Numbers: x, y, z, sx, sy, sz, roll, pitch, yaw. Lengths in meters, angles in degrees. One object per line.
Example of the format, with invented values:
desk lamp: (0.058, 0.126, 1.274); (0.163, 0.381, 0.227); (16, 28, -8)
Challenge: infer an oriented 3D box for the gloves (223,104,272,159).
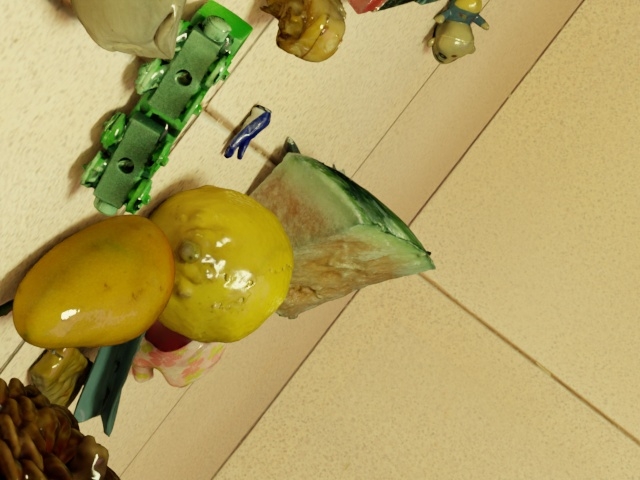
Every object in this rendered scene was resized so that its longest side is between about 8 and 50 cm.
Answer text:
gloves: (-0.096, -0.141, 1.854); (0.086, 0.026, 0.064); (-52, 172, -2)

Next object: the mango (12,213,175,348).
mango: (-0.250, 0.056, 1.567); (0.113, 0.138, 0.253); (-9, -165, 32)

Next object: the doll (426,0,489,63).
doll: (0.237, -0.365, 2.379); (0.179, 0.102, 0.088); (115, -22, -49)

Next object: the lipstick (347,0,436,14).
lipstick: (0.116, -0.359, 1.970); (0.051, 0.051, 0.312); (-55, 167, 27)

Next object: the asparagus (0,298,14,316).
asparagus: (-0.326, 0.058, 1.566); (0.163, 0.016, 0.016); (-38, 142, -53)

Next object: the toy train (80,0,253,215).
toy train: (-0.163, -0.137, 1.460); (0.251, 0.085, 0.119); (-53, -175, 24)

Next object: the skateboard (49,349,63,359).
skateboard: (-0.318, 0.105, 1.732); (0.064, 0.032, 0.083); (-56, 173, -45)

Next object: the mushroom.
mushroom: (-0.159, -0.221, 1.147); (0.108, 0.096, 0.247); (-25, 163, -5)

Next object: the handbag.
handbag: (-0.268, 0.144, 1.903); (0.144, 0.057, 0.221); (-70, -178, -60)

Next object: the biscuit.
biscuit: (-0.371, 0.215, 1.836); (0.183, 0.039, 0.174); (-51, 171, -8)

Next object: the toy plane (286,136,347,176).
toy plane: (-0.031, -0.087, 2.175); (0.160, 0.082, 0.234); (-23, 165, -7)

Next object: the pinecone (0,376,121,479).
pinecone: (-0.347, 0.357, 1.494); (0.397, 0.398, 0.397); (-50, 169, -13)

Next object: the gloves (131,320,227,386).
gloves: (-0.214, 0.167, 2.142); (0.145, 0.126, 0.241); (-54, 163, -16)

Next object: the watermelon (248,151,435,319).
watermelon: (0.004, -0.015, 2.126); (0.302, 0.151, 0.264); (-20, 153, 25)

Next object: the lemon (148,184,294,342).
lemon: (-0.136, 0.031, 1.781); (0.204, 0.204, 0.260); (-52, 168, 0)

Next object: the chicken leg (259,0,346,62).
chicken leg: (-0.011, -0.277, 1.631); (0.085, 0.101, 0.207); (-53, -169, 27)
